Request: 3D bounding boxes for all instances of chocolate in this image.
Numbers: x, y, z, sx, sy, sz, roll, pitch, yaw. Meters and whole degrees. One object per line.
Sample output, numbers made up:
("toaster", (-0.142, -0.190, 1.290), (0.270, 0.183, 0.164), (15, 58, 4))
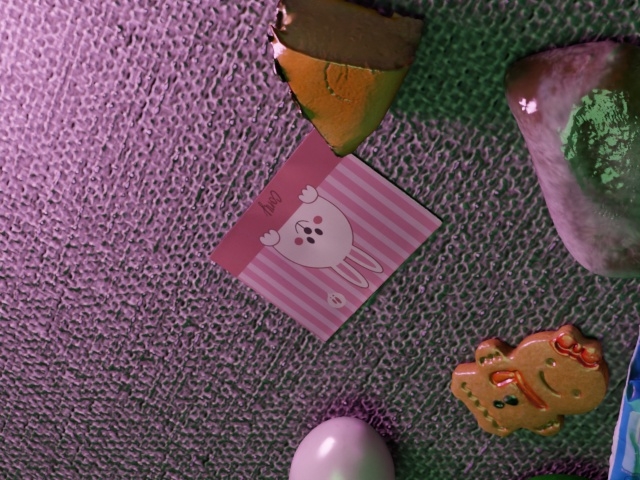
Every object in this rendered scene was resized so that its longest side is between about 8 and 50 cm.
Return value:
("chocolate", (0.320, -0.071, 1.644), (0.185, 0.100, 0.303), (-11, 125, 28))

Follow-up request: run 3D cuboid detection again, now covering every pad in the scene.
("pad", (0.000, 0.000, 1.913), (0.202, 0.005, 0.300), (37, 134, -7))

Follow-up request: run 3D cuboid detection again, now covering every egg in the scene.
("egg", (0.030, 0.334, 2.080), (0.151, 0.151, 0.209), (16, 132, 13))

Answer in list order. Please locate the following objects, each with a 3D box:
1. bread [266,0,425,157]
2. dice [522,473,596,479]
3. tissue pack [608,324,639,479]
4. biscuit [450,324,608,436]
("bread", (0.009, -0.195, 1.659), (0.160, 0.140, 0.169), (26, 135, -5))
("dice", (0.312, 0.516, 2.001), (0.300, 0.297, 0.287), (45, 134, -16))
("tissue pack", (0.489, 0.231, 1.778), (0.263, 0.146, 0.198), (12, 133, 15))
("biscuit", (0.275, 0.186, 1.920), (0.225, 0.036, 0.166), (-23, 114, 37))
